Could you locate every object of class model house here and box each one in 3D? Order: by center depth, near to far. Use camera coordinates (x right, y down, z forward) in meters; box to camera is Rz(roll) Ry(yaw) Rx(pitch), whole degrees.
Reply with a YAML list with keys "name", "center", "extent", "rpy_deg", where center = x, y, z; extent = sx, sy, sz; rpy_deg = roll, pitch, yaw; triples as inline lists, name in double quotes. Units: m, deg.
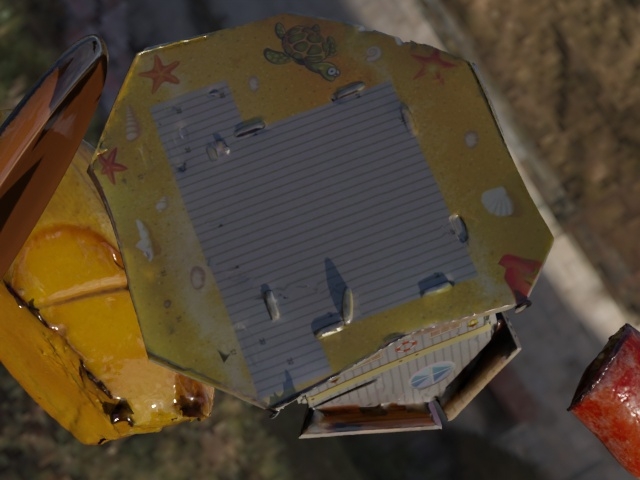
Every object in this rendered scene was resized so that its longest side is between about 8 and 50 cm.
- name: "model house"
  center: [0.000, 0.000, 0.994]
  extent: [0.136, 0.207, 0.219]
  rpy_deg: [75, -9, -61]

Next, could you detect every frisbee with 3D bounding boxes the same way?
- name: "frisbee"
  center: [-0.187, -0.007, 1.076]
  extent: [0.021, 0.251, 0.251]
  rpy_deg: [31, 19, 0]

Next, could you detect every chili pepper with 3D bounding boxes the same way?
- name: "chili pepper"
  center: [0.281, 0.154, 1.542]
  extent: [0.192, 0.086, 0.084]
  rpy_deg: [42, 32, -16]

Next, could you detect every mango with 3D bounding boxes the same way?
- name: "mango"
  center: [-0.166, 0.026, 1.302]
  extent: [0.154, 0.126, 0.252]
  rpy_deg: [-29, 92, -39]
